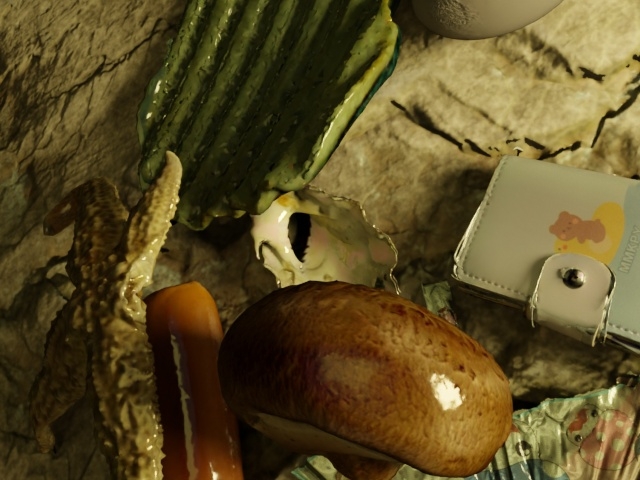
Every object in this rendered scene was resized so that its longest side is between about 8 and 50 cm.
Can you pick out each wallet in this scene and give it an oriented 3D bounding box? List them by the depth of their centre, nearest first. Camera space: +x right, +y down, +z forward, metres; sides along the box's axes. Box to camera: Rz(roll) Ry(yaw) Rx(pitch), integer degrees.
[{"bbox_3d":[0.255,0.014,0.591,0.231,0.069,0.170,19,80,28],"label":"wallet"}]

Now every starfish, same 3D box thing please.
[{"bbox_3d":[-0.247,0.112,0.669,0.324,0.082,0.432,-14,69,45],"label":"starfish"}]

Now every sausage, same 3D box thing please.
[{"bbox_3d":[-0.141,0.179,0.673,0.105,0.105,0.274,-17,71,15],"label":"sausage"}]

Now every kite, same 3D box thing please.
[{"bbox_3d":[0.162,0.212,0.605,0.406,0.014,0.368,-18,72,16],"label":"kite"}]

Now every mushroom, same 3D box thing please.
[{"bbox_3d":[0.033,0.123,0.538,0.253,0.253,0.153,5,66,20],"label":"mushroom"}]

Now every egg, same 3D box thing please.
[{"bbox_3d":[0.183,-0.288,0.641,0.198,0.146,0.146,-26,70,19],"label":"egg"}]

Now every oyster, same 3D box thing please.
[{"bbox_3d":[0.000,0.010,0.681,0.209,0.072,0.133,24,101,20],"label":"oyster"}]

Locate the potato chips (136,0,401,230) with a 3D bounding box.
[{"bbox_3d":[-0.067,-0.207,0.724,0.358,0.070,0.429,13,73,38],"label":"potato chips"}]
